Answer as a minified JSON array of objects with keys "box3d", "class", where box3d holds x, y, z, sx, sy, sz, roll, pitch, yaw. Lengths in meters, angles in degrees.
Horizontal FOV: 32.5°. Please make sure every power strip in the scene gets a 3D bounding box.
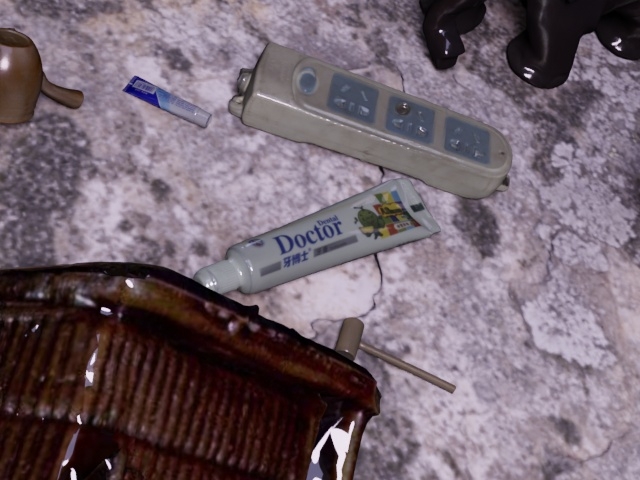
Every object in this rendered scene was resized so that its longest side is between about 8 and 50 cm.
[{"box3d":[0.057,-0.108,1.046,0.286,0.048,0.080,20,53,-9],"class":"power strip"}]

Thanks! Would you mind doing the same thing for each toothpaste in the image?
[{"box3d":[-0.138,-0.127,1.002,0.083,0.015,0.024,25,53,4],"class":"toothpaste"},{"box3d":[0.000,0.000,0.956,0.255,0.037,0.067,-19,66,-35],"class":"toothpaste"}]

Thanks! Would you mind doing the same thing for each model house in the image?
[{"box3d":[-0.155,0.187,0.684,0.317,0.297,0.282,33,54,-44],"class":"model house"}]

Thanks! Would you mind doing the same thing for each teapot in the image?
[{"box3d":[-0.255,-0.139,0.935,0.110,0.080,0.085,-3,36,-39],"class":"teapot"}]

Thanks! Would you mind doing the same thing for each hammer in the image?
[{"box3d":[0.064,0.103,0.922,0.110,0.019,0.035,27,52,-9],"class":"hammer"}]

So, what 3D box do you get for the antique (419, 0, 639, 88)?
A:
[{"box3d":[0.265,-0.301,1.131,0.322,0.255,0.185,-17,67,-27],"class":"antique"}]
